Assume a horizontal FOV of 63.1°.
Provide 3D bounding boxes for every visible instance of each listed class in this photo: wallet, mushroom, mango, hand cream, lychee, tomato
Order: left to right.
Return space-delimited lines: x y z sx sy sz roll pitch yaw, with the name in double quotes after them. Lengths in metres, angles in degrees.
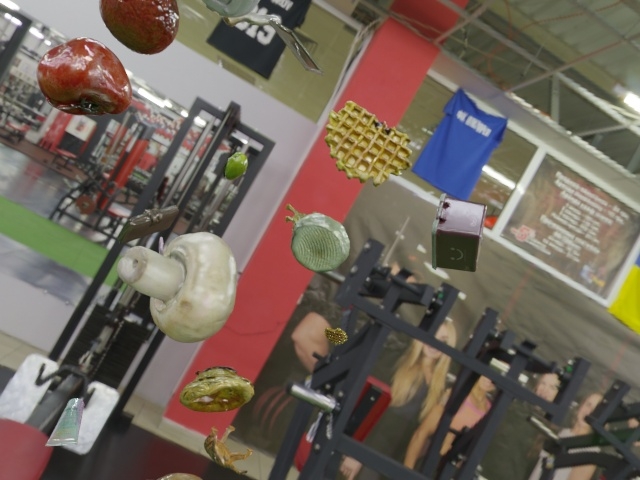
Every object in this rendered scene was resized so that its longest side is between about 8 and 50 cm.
-0.689 0.502 1.426 0.076 0.047 0.174 2 18 -14 "hand cream"
-0.501 -0.345 1.116 0.187 0.151 0.187 -12 -14 -3 "tomato"
-0.572 -0.716 1.647 0.255 0.255 0.300 29 -41 -30 "lychee"
-0.452 -0.046 1.374 0.153 0.118 0.038 -22 78 -45 "wallet"
-0.407 0.138 1.629 0.325 0.353 0.353 23 -2 18 "mushroom"
-0.343 -0.291 2.109 0.074 0.091 0.165 58 -33 14 "mango"
-0.238 -0.769 1.812 0.202 0.054 0.059 -4 51 -17 "mushroom"

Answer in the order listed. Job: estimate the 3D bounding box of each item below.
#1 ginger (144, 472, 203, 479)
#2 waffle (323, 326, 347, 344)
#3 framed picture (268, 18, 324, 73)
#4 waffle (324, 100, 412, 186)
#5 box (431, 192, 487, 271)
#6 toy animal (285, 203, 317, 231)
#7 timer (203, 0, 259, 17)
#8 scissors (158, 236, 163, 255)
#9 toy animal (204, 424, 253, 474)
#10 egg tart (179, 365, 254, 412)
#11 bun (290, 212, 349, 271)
-0.320 0.674 1.256 0.375 0.176 0.256 6 1 45 "ginger"
0.055 0.339 1.859 0.085 0.016 0.078 -17 -68 36 "waffle"
-0.068 -0.598 1.630 0.184 0.016 0.250 51 18 -5 "framed picture"
0.155 -0.311 1.679 0.283 0.309 0.065 -11 -14 -11 "waffle"
0.506 -0.018 1.905 0.168 0.193 0.294 9 -31 18 "box"
-0.041 -0.066 1.900 0.181 0.073 0.136 12 15 -34 "toy animal"
-0.224 -0.599 1.084 0.262 0.087 0.237 31 -34 -20 "timer"
-0.721 0.093 2.363 0.021 0.212 0.110 -3 22 -19 "scissors"
-0.309 0.687 1.675 0.114 0.116 0.255 23 -4 -31 "toy animal"
-0.333 0.478 1.675 0.241 0.241 0.106 29 36 -39 "egg tart"
0.000 0.000 1.653 0.195 0.195 0.118 29 35 -3 "bun"
